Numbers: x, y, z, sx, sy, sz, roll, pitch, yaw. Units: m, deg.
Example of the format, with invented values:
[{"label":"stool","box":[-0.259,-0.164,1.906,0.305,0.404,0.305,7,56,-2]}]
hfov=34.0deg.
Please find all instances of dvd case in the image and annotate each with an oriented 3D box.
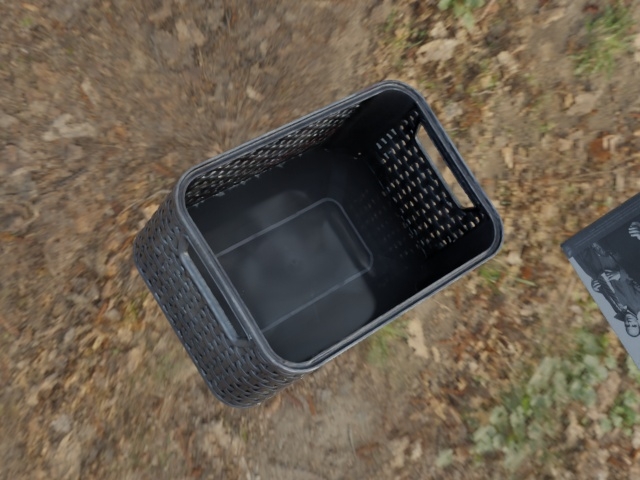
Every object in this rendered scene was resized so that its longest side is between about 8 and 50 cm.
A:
[{"label":"dvd case","box":[0.353,0.059,0.962,0.179,0.029,0.239,-39,78,39]}]

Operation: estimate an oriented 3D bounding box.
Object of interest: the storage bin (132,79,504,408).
[{"label":"storage bin","box":[0.000,0.000,0.601,0.180,0.084,0.122,-28,83,-34]}]
